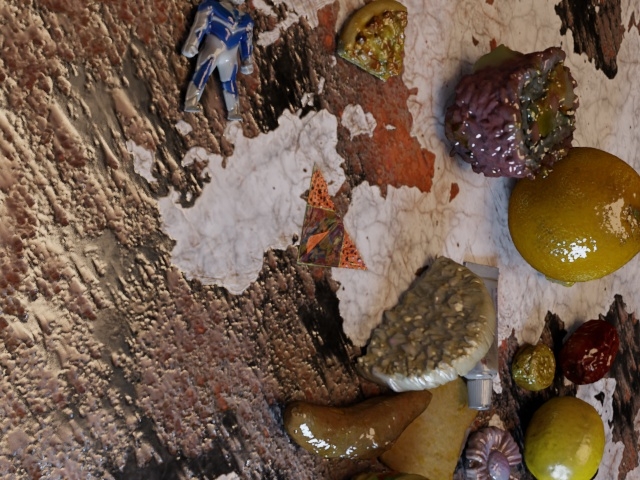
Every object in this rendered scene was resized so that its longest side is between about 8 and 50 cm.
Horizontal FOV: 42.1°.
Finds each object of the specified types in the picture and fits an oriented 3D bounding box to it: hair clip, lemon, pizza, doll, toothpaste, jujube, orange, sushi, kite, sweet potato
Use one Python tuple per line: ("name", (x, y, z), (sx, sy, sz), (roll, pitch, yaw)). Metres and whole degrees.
("hair clip", (0.329, 0.521, 1.653), (0.173, 0.069, 0.300), (28, 74, -41))
("lemon", (0.515, 0.423, 1.757), (0.170, 0.170, 0.207), (40, 66, -38))
("pizza", (0.102, -0.331, 1.382), (0.175, 0.046, 0.134), (-51, 125, -28))
("doll", (-0.136, -0.286, 1.158), (0.114, 0.057, 0.227), (5, 92, -39))
("toothpaste", (0.313, 0.186, 1.618), (0.099, 0.068, 0.283), (30, 63, -69))
("jujube", (0.607, 0.247, 1.866), (0.176, 0.109, 0.112), (-35, 150, -39))
("orange", (0.507, -0.050, 1.633), (0.274, 0.274, 0.274), (-5, 97, -43))
("sushi", (0.357, -0.248, 1.547), (0.270, 0.170, 0.237), (-39, 119, -36))
("kite", (0.001, 0.000, 1.345), (0.125, 0.008, 0.222), (-44, 121, -29))
("sweet potato", (0.068, 0.309, 1.374), (0.341, 0.092, 0.114), (4, 99, -43))

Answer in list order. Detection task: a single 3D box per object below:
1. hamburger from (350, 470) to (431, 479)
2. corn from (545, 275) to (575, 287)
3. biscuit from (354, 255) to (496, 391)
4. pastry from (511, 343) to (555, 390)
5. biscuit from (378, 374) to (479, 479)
("hamburger", (0.118, 0.496, 1.401), (0.237, 0.149, 0.237), (0, 89, -35))
("corn", (0.572, -0.035, 1.816), (0.106, 0.106, 0.305), (47, 66, -35))
("biscuit", (0.203, 0.164, 1.448), (0.281, 0.179, 0.084), (-45, 143, -23))
("pastry", (0.450, 0.267, 1.757), (0.109, 0.057, 0.097), (-8, 94, -45))
("biscuit", (0.211, 0.347, 1.566), (0.237, 0.013, 0.232), (43, 65, -37))
